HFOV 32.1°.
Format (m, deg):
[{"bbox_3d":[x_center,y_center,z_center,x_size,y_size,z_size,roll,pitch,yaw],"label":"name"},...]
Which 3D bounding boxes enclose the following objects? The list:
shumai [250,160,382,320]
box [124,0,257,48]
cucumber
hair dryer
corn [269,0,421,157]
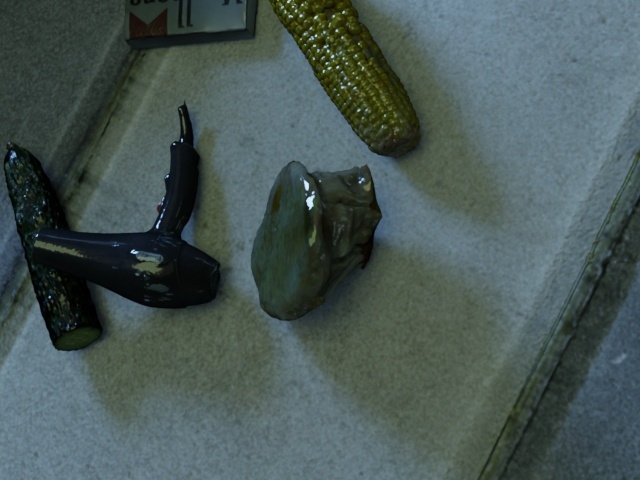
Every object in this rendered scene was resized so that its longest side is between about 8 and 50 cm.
[{"bbox_3d":[0.000,0.000,1.289,0.120,0.201,0.201,8,77,-21],"label":"shumai"},{"bbox_3d":[-0.168,-0.316,1.458,0.177,0.036,0.115,-2,78,18],"label":"box"},{"bbox_3d":[-0.352,0.000,1.433,0.067,0.067,0.293,-27,69,11],"label":"cucumber"},{"bbox_3d":[-0.217,-0.053,1.393,0.236,0.091,0.271,12,67,6],"label":"hair dryer"},{"bbox_3d":[0.020,-0.237,1.346,0.097,0.097,0.320,-33,71,9],"label":"corn"}]
